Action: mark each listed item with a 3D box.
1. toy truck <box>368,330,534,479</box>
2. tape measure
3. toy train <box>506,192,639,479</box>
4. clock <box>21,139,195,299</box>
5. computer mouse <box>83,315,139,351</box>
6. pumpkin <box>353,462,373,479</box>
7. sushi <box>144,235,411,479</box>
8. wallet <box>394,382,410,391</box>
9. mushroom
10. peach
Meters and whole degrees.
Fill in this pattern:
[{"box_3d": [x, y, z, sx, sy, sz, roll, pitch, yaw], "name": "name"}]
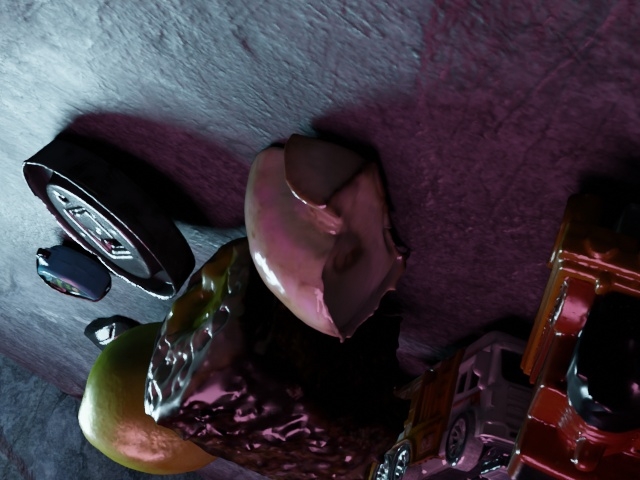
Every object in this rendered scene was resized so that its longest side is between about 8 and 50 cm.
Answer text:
[{"box_3d": [0.208, 0.250, 1.279, 0.173, 0.206, 0.387, 20, 152, -11], "name": "toy truck"}, {"box_3d": [-0.455, 0.060, 1.747, 0.146, 0.081, 0.125, 25, 162, 0], "name": "tape measure"}, {"box_3d": [0.265, 0.114, 0.872, 0.163, 0.231, 0.369, 17, 158, 13], "name": "toy train"}, {"box_3d": [-0.293, -0.028, 1.328, 0.281, 0.055, 0.280, 33, 158, 15], "name": "clock"}, {"box_3d": [-0.456, 0.224, 2.135, 0.122, 0.073, 0.217, 34, 159, -20], "name": "computer mouse"}, {"box_3d": [0.009, 0.278, 1.547, 0.260, 0.260, 0.189, 22, 121, 10], "name": "pumpkin"}, {"box_3d": [-0.067, 0.168, 1.295, 0.294, 0.281, 0.299, 30, 152, -26], "name": "sushi"}, {"box_3d": [0.190, 0.280, 1.584, 0.142, 0.045, 0.204, 37, 155, -18], "name": "wallet"}, {"box_3d": [-0.027, 0.003, 1.031, 0.173, 0.162, 0.236, 14, 154, 23], "name": "mushroom"}, {"box_3d": [-0.294, 0.297, 1.837, 0.316, 0.314, 0.281, 16, 141, 18], "name": "peach"}]
